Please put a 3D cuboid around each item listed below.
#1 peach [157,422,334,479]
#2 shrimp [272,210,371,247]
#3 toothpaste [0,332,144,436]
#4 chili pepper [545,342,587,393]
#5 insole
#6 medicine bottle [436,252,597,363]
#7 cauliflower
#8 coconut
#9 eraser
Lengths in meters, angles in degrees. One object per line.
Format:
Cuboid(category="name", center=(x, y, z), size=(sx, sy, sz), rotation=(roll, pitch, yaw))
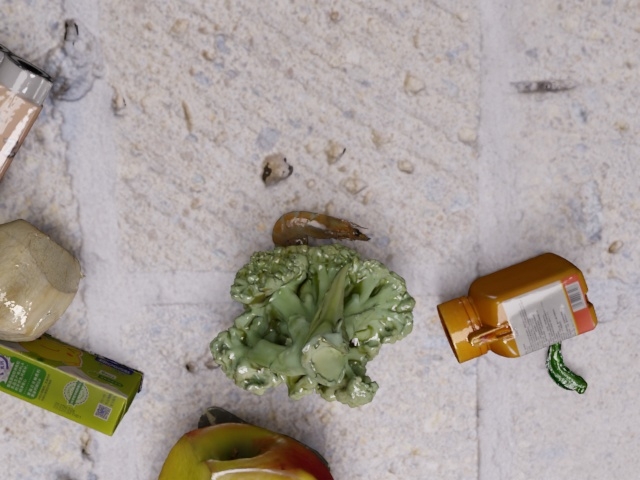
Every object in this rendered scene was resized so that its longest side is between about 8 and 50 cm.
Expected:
Cuboid(category="peach", center=(-0.113, 0.485, 1.231), size=(0.306, 0.242, 0.380), rotation=(6, 98, -21))
Cuboid(category="shrimp", center=(0.000, 0.003, 1.245), size=(0.162, 0.045, 0.095), rotation=(10, 100, -5))
Cuboid(category="toothpaste", center=(-0.458, 0.207, 1.235), size=(0.327, 0.110, 0.077), rotation=(24, 101, -5))
Cuboid(category="chili pepper", center=(0.412, 0.214, 1.302), size=(0.055, 0.035, 0.118), rotation=(-26, 90, -10))
Cuboid(category="insole", center=(-0.099, 0.362, 1.322), size=(0.248, 0.011, 0.081), rotation=(28, 97, -7))
Cuboid(category="medicine bottle", center=(0.308, 0.113, 1.219), size=(0.222, 0.149, 0.112), rotation=(-21, 100, 2))
Cuboid(category="cauliflower", center=(-0.009, 0.152, 1.161), size=(0.327, 0.281, 0.260), rotation=(-21, 127, 8))
Cuboid(category="coconut", center=(-0.478, 0.071, 1.170), size=(0.194, 0.194, 0.194), rotation=(0, 100, -2))
Cuboid(category="eraser", center=(-0.553, -0.166, 1.178), size=(0.171, 0.087, 0.290), rotation=(32, 98, -8))
